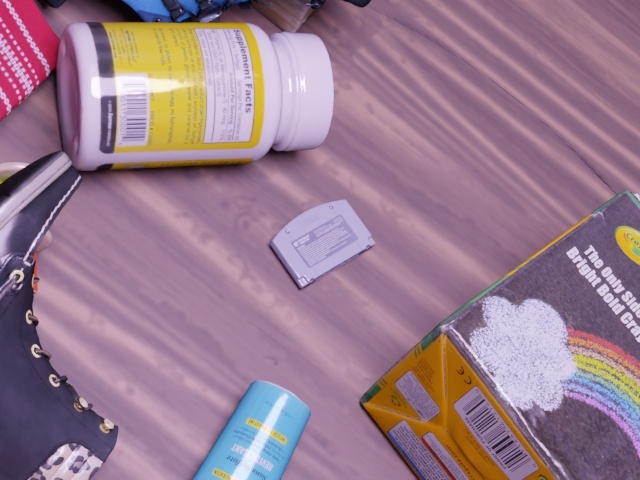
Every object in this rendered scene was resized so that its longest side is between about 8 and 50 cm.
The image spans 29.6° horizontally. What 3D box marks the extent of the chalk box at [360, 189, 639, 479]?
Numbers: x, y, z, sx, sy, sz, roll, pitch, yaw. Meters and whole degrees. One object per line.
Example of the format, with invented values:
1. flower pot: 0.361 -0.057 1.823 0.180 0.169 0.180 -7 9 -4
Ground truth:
1. chalk box: 0.213 0.096 0.971 0.289 0.179 0.180 -31 78 -30

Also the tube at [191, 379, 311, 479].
1. tube: -0.075 0.204 0.894 0.080 0.052 0.207 27 65 2

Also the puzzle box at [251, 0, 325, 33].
1. puzzle box: -0.105 -0.411 1.167 0.409 0.052 0.272 39 60 1

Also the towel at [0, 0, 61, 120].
1. towel: -0.309 -0.153 0.884 0.199 0.031 0.275 60 37 -23

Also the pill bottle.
1. pill bottle: -0.103 -0.119 0.991 0.208 0.119 0.119 -4 67 -22

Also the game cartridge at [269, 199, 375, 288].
1. game cartridge: 0.000 0.000 1.032 0.083 0.017 0.056 -29 82 -29

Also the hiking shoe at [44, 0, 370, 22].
1. hiking shoe: -0.099 -0.231 1.034 0.304 0.132 0.113 14 17 2

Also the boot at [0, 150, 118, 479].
1. boot: -0.207 0.072 0.855 0.178 0.085 0.236 44 67 -20

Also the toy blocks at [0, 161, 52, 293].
1. toy blocks: -0.265 0.014 0.907 0.123 0.054 0.148 4 65 -17
